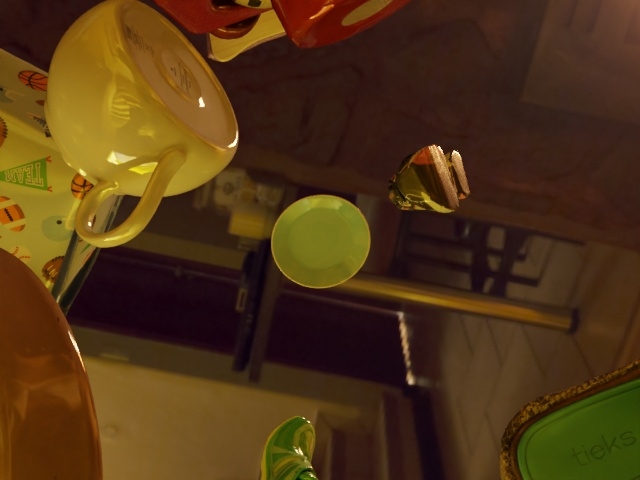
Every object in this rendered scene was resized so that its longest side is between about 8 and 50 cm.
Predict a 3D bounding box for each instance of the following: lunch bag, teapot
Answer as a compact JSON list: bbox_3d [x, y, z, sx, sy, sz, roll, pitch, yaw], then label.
[{"bbox_3d":[-0.476,-0.047,1.221,0.385,0.328,0.239,-58,6,29],"label":"lunch bag"},{"bbox_3d":[-0.231,-0.140,0.996,0.187,0.252,0.256,-33,3,18],"label":"teapot"}]

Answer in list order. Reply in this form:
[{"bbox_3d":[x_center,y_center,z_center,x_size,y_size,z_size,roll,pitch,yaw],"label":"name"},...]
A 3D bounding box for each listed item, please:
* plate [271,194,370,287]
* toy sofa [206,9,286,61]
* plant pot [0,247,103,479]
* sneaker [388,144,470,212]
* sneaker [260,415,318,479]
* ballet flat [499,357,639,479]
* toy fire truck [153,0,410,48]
[{"bbox_3d":[0.000,0.000,1.598,0.024,0.188,0.188,-108,28,-69],"label":"plate"},{"bbox_3d":[-0.030,-0.406,1.296,0.150,0.363,0.177,-85,-24,-78],"label":"toy sofa"},{"bbox_3d":[-0.272,0.119,0.390,0.229,0.263,0.263,8,-85,-51],"label":"plant pot"},{"bbox_3d":[0.106,-0.054,0.904,0.178,0.077,0.072,-2,-105,-69],"label":"sneaker"},{"bbox_3d":[-0.045,0.417,1.442,0.109,0.124,0.295,64,-156,-23],"label":"sneaker"},{"bbox_3d":[0.409,0.147,0.849,0.164,0.483,0.182,69,-169,12],"label":"ballet flat"},{"bbox_3d":[0.014,-0.218,0.586,0.169,0.302,0.254,62,159,2],"label":"toy fire truck"}]
